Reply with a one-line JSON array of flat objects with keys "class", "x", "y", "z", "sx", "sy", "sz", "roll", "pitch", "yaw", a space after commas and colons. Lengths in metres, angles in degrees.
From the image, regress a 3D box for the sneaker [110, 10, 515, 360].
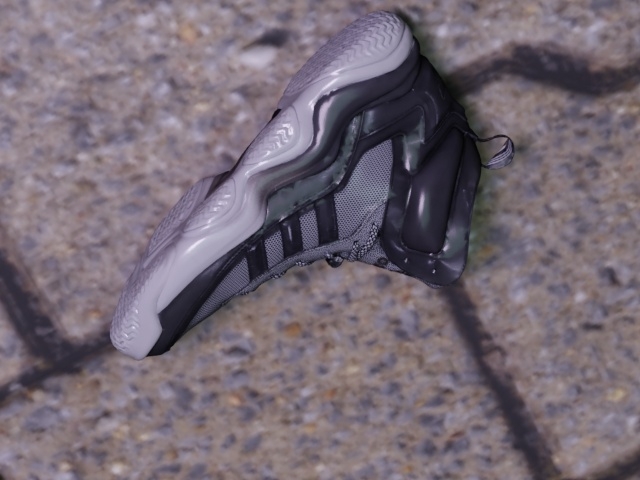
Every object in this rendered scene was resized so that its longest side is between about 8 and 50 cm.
[{"class": "sneaker", "x": 0.000, "y": 0.000, "z": 1.187, "sx": 0.153, "sy": 0.101, "sz": 0.268, "roll": 41, "pitch": 95, "yaw": -13}]
